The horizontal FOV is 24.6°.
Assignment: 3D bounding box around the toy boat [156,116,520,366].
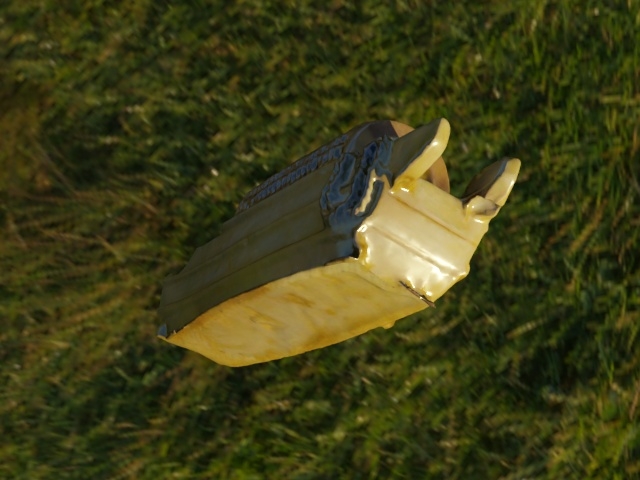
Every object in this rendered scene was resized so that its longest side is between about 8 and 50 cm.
[{"bbox_3d":[0.000,0.000,0.881,0.089,0.310,0.115,26,64,-22],"label":"toy boat"}]
